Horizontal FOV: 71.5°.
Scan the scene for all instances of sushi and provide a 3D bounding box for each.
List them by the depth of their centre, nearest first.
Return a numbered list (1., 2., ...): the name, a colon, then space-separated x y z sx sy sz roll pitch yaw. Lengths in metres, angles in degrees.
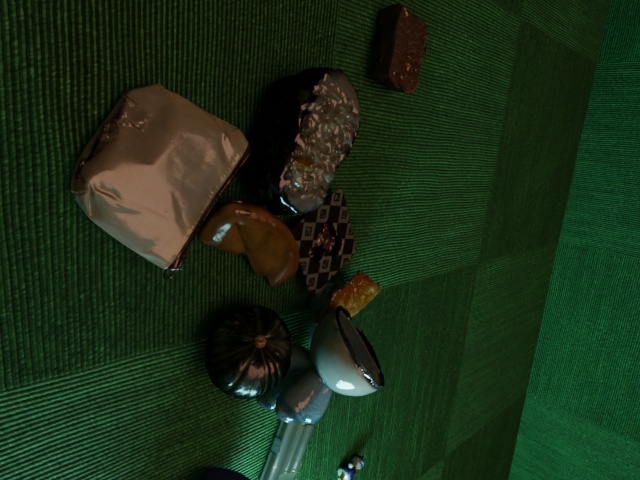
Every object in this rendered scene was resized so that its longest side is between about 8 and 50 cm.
1. sushi: -0.047 -0.225 1.011 0.210 0.170 0.351 25 83 -48
2. sushi: 0.000 0.000 1.219 0.219 0.047 0.232 -43 133 -33

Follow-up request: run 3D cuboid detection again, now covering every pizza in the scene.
1. pizza: 0.078 0.167 1.283 0.271 0.056 0.135 -31 125 -29

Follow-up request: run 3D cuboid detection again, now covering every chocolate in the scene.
1. chocolate: 0.213 -0.518 1.228 0.148 0.093 0.214 7 97 -44

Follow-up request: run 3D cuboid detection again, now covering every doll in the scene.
1. doll: 0.109 0.810 1.579 0.142 0.057 0.099 -23 139 -45

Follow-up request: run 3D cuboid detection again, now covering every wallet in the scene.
1. wallet: -0.298 -0.123 0.849 0.274 0.068 0.336 38 75 -36

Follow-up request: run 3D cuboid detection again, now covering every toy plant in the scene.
1. toy plant: -0.028 0.346 1.154 0.332 0.247 0.247 -33 133 10

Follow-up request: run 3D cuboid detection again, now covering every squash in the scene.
1. squash: -0.166 0.257 1.038 0.218 0.218 0.172 -38 165 -30

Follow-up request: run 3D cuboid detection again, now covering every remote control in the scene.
1. remote control: -0.093 0.637 1.314 0.127 0.065 0.336 22 88 -48

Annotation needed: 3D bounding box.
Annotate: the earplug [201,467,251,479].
1. earplug: -0.304 0.818 1.078 0.215 0.215 0.456 38 80 -44

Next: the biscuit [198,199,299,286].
1. biscuit: -0.140 0.010 1.037 0.154 0.045 0.299 -34 136 15

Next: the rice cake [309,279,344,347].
1. rice cake: 0.017 0.222 1.309 0.124 0.038 0.211 -6 106 -43
